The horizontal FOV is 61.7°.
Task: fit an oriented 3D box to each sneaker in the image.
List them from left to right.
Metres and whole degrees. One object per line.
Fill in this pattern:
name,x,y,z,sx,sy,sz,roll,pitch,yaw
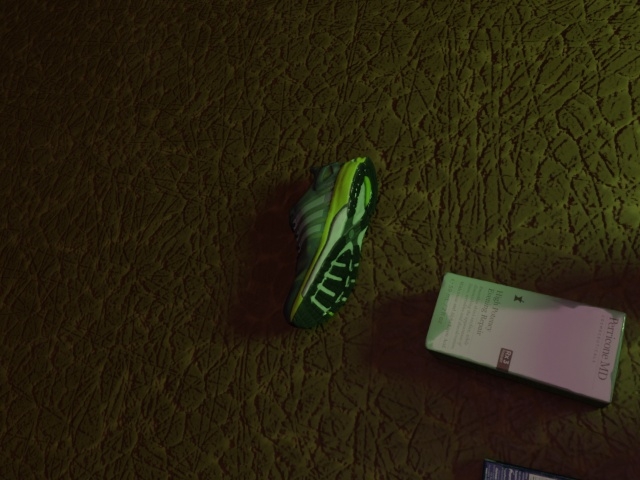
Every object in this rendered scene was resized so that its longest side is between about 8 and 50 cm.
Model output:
sneaker,0.000,0.000,0.881,0.121,0.111,0.300,7,66,35

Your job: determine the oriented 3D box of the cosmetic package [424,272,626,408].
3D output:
cosmetic package,0.270,0.130,0.718,0.230,0.085,0.118,11,74,27

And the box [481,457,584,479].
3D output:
box,0.304,0.356,0.636,0.225,0.036,0.137,4,71,25
